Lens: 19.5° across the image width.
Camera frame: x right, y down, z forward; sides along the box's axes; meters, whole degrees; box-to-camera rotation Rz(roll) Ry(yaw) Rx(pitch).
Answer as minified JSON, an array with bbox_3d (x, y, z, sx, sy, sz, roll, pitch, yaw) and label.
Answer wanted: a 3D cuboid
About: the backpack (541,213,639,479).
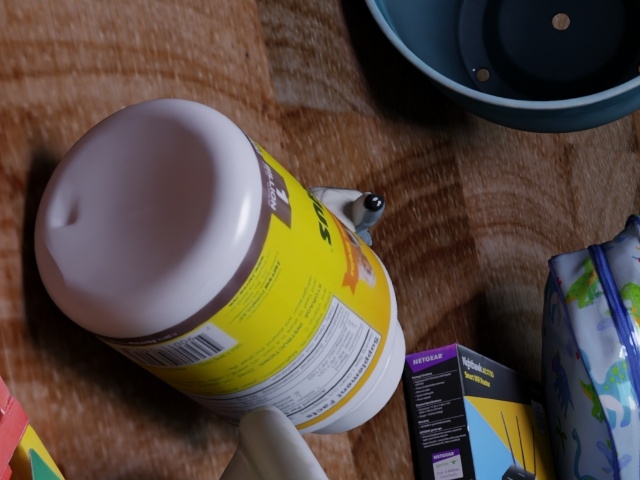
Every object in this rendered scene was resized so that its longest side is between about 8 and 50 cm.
[{"bbox_3d":[0.278,0.144,1.406,0.290,0.273,0.355,-90,-167,-50],"label":"backpack"}]

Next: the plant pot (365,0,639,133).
[{"bbox_3d":[0.177,-0.199,1.399,0.255,0.271,0.271,44,36,-75],"label":"plant pot"}]

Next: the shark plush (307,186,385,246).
[{"bbox_3d":[0.000,0.000,1.150,0.161,0.073,0.067,-67,162,-87],"label":"shark plush"}]

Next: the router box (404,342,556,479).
[{"bbox_3d":[0.118,0.154,1.306,0.179,0.046,0.133,27,52,-62],"label":"router box"}]

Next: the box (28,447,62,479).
[{"bbox_3d":[-0.108,0.176,0.683,0.105,0.043,0.179,55,34,-42],"label":"box"}]

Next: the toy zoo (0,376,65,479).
[{"bbox_3d":[-0.155,0.123,0.697,0.192,0.030,0.293,-72,142,-52],"label":"toy zoo"}]

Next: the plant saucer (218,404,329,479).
[{"bbox_3d":[0.018,0.271,0.814,0.400,0.100,0.400,157,-90,-83],"label":"plant saucer"}]

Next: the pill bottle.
[{"bbox_3d":[-0.038,0.025,0.918,0.215,0.117,0.117,42,40,-55],"label":"pill bottle"}]
